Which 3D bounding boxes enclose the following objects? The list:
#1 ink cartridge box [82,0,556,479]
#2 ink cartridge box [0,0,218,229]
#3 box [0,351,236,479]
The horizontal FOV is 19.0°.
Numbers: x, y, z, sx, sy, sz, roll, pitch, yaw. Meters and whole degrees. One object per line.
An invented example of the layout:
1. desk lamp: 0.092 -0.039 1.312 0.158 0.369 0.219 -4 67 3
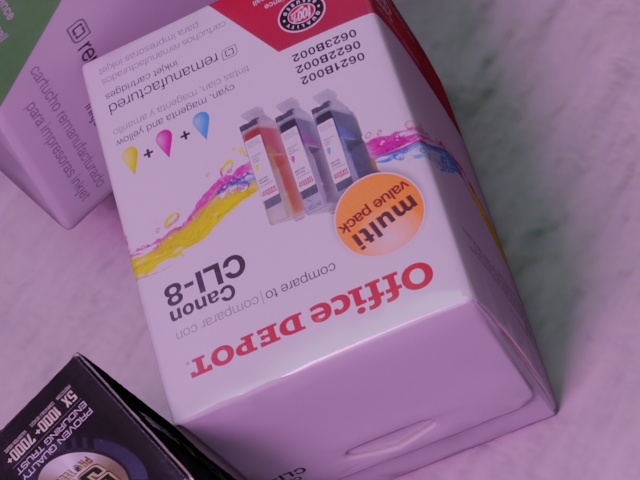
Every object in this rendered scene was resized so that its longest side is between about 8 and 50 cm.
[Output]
1. ink cartridge box: 0.000 0.000 0.783 0.128 0.127 0.176 -24 60 10
2. ink cartridge box: -0.071 -0.181 0.827 0.289 0.211 0.121 -44 59 -12
3. box: -0.103 0.154 0.740 0.180 0.147 0.077 -45 58 -4
